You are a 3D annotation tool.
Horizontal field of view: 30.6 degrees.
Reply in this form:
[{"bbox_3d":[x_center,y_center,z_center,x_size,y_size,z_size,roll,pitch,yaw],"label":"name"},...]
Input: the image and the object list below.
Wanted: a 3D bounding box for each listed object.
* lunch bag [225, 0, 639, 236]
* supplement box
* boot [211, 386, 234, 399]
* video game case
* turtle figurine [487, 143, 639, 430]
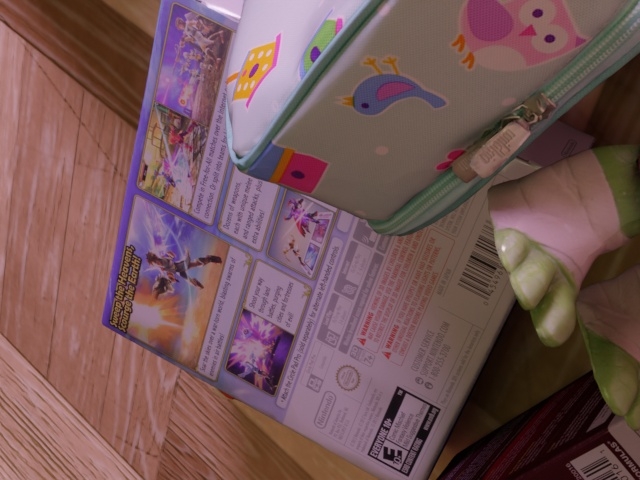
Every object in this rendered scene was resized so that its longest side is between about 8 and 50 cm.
[{"bbox_3d":[0.063,-0.148,0.499,0.107,0.279,0.224,27,138,-22],"label":"lunch bag"},{"bbox_3d":[0.133,0.135,0.637,0.073,0.130,0.239,50,137,4],"label":"supplement box"},{"bbox_3d":[-0.071,0.052,0.870,0.084,0.059,0.158,-6,104,52],"label":"boot"},{"bbox_3d":[0.000,0.000,0.710,0.244,0.061,0.270,27,129,10],"label":"video game case"},{"bbox_3d":[0.215,0.002,0.413,0.266,0.198,0.275,-28,79,21],"label":"turtle figurine"}]
